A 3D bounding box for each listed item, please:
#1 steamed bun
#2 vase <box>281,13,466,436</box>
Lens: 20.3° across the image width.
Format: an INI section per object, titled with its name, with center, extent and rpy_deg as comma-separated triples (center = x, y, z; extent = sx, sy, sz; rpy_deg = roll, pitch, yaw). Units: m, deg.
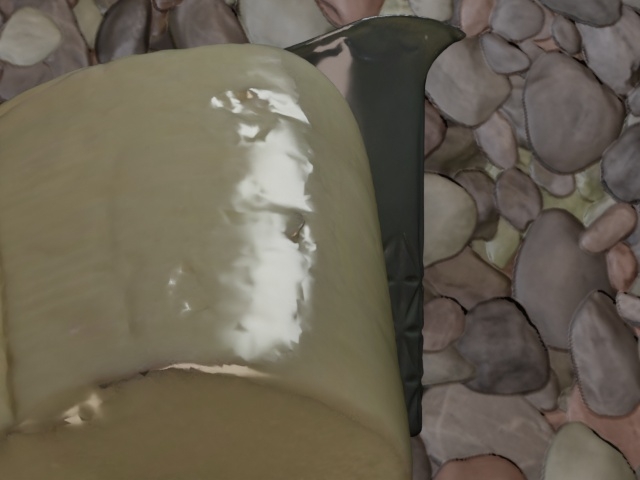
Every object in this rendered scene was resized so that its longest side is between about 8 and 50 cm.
[steamed bun]
center = -0.161, 0.103, 1.138
extent = 0.455, 0.290, 0.371
rpy_deg = -20, 39, 12
[vase]
center = 0.000, 0.000, 1.327
extent = 0.251, 0.156, 0.301
rpy_deg = -7, 84, 17
